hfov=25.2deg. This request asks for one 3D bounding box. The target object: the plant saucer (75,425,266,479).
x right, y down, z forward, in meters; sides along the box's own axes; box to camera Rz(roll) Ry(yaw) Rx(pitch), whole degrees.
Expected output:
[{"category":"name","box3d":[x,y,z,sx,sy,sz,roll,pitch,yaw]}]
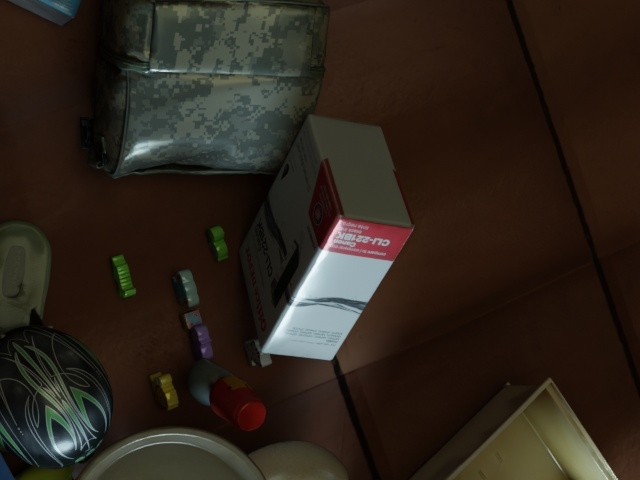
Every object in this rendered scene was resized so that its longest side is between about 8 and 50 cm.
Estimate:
[{"category":"plant saucer","box3d":[-0.190,0.366,1.788,0.277,0.041,0.278,-1,94,-14]}]

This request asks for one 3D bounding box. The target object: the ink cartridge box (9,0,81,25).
[{"category":"ink cartridge box","box3d":[-0.352,-0.393,1.917,0.104,0.060,0.180,25,76,-22]}]

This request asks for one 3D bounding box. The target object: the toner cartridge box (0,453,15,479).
[{"category":"toner cartridge box","box3d":[-0.475,0.276,1.735,0.165,0.075,0.348,-29,82,-19]}]

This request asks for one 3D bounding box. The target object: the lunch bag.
[{"category":"lunch bag","box3d":[-0.156,-0.210,1.917,0.305,0.212,0.256,-1,103,-24]}]

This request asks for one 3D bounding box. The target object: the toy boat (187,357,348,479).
[{"category":"toy boat","box3d":[-0.099,0.310,1.932,0.267,0.148,0.318,-24,119,-23]}]

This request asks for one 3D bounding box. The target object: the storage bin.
[{"category":"storage bin","box3d":[0.293,0.388,2.136,0.262,0.123,0.260,-40,103,-24]}]

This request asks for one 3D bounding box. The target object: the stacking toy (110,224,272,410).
[{"category":"stacking toy","box3d":[-0.176,0.103,1.968,0.167,0.052,0.221,-20,94,-26]}]

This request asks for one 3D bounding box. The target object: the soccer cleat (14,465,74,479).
[{"category":"soccer cleat","box3d":[-0.429,0.365,1.799,0.121,0.093,0.289,47,68,-13]}]

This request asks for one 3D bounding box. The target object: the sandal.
[{"category":"sandal","box3d":[-0.401,0.122,1.835,0.120,0.086,0.303,4,84,-26]}]

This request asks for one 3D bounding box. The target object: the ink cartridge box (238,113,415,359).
[{"category":"ink cartridge box","box3d":[0.000,0.000,1.911,0.114,0.273,0.197,8,43,-24]}]

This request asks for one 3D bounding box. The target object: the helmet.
[{"category":"helmet","box3d":[-0.333,0.189,1.733,0.169,0.161,0.169,1,59,-2]}]
